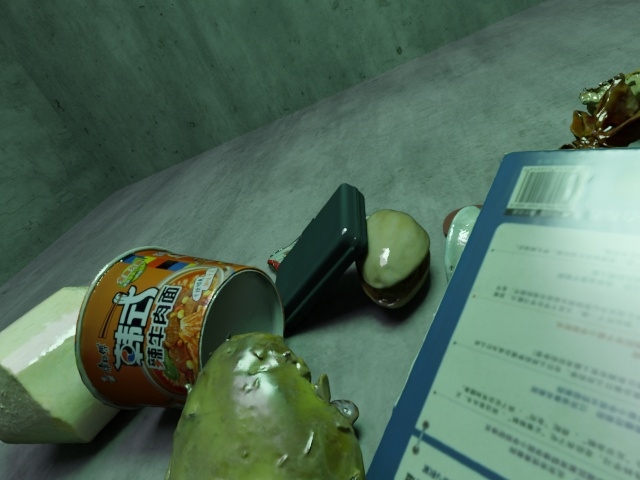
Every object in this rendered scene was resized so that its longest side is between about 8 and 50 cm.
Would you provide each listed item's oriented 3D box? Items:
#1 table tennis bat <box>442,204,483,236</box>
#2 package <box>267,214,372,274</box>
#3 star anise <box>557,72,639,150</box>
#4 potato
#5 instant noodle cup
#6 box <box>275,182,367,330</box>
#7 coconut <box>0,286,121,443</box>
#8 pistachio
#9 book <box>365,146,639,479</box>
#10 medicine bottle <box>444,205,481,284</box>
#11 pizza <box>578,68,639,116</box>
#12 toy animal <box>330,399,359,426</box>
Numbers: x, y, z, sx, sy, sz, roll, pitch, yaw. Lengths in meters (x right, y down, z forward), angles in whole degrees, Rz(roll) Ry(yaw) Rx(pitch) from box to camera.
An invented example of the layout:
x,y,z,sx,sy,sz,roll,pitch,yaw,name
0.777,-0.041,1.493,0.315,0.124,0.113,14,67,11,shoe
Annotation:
x,y,z,sx,sy,sz,roll,pitch,yaw,name
0.251,-0.018,0.736,0.087,0.013,0.156,-12,28,24,table tennis bat
0.000,0.000,0.911,0.232,0.040,0.166,-34,27,-11,package
0.429,-0.138,0.676,0.196,0.111,0.212,-25,50,51,star anise
-0.049,0.223,0.345,0.191,0.141,0.296,-12,71,28,potato
-0.183,0.134,0.633,0.192,0.250,0.250,1,36,27,instant noodle cup
-0.006,0.029,0.715,0.230,0.050,0.160,-51,20,31,box
-0.419,0.214,0.713,0.239,0.239,0.244,-2,34,42,coconut
0.107,0.024,0.668,0.124,0.124,0.185,-15,29,23,pistachio
0.206,0.110,0.325,0.300,0.039,0.428,13,71,50,book
0.239,0.024,0.516,0.143,0.147,0.147,-4,34,44,medicine bottle
0.571,-0.261,0.721,0.223,0.089,0.323,-23,3,-20,pizza
-0.056,0.229,0.501,0.179,0.089,0.188,-37,27,-28,toy animal
